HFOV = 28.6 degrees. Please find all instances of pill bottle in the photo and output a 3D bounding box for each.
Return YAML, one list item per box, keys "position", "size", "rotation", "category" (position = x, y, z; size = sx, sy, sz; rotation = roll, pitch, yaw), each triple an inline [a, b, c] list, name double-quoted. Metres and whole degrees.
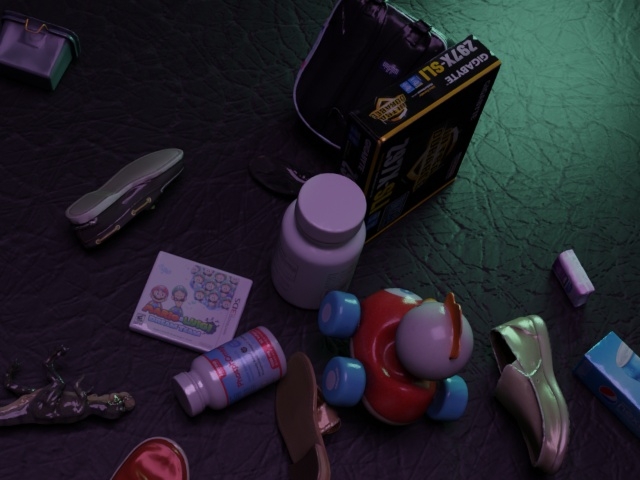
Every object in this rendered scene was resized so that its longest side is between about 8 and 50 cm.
- position: [0.000, 0.000, 1.922]
  size: [0.131, 0.229, 0.131]
  rotation: [4, 60, -8]
  category: "pill bottle"
- position: [-0.136, 0.198, 1.868]
  size: [0.160, 0.087, 0.087]
  rotation: [-26, 68, -22]
  category: "pill bottle"

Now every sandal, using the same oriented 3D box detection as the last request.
- position: [-0.006, 0.282, 1.858]
  size: [0.079, 0.088, 0.240]
  rotation: [27, 36, -34]
  category: "sandal"

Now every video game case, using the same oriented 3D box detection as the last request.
- position: [-0.200, 0.100, 1.954]
  size: [0.157, 0.019, 0.143]
  rotation: [18, 59, 1]
  category: "video game case"

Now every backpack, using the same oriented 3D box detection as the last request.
- position: [0.086, -0.271, 2.104]
  size: [0.225, 0.191, 0.254]
  rotation: [34, 100, 11]
  category: "backpack"

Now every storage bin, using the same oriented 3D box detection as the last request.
- position: [-0.484, -0.316, 2.109]
  size: [0.135, 0.098, 0.091]
  rotation: [17, 69, 1]
  category: "storage bin"

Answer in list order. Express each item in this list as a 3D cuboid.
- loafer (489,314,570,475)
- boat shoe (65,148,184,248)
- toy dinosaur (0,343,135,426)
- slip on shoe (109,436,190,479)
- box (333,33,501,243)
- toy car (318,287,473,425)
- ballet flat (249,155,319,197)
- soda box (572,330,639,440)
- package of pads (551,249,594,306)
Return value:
- position: [0.313, 0.236, 1.920]
  size: [0.092, 0.102, 0.269]
  rotation: [0, 51, -8]
  category: "loafer"
- position: [-0.304, -0.070, 2.009]
  size: [0.227, 0.069, 0.081]
  rotation: [-37, 32, -30]
  category: "boat shoe"
- position: [-0.408, 0.223, 1.827]
  size: [0.268, 0.064, 0.118]
  rotation: [-10, 69, -11]
  category: "toy dinosaur"
- position: [-0.274, 0.411, 1.716]
  size: [0.123, 0.101, 0.331]
  rotation: [25, 58, 7]
  category: "slip on shoe"
- position: [0.137, -0.145, 1.976]
  size: [0.257, 0.322, 0.079]
  rotation: [-33, 69, -25]
  category: "box"
- position: [0.148, 0.138, 1.831]
  size: [0.219, 0.238, 0.210]
  rotation: [13, 56, -26]
  category: "toy car"
- position: [-0.040, -0.094, 2.087]
  size: [0.173, 0.049, 0.058]
  rotation: [22, 87, 9]
  category: "ballet flat"
- position: [0.498, 0.247, 1.958]
  size: [0.071, 0.067, 0.210]
  rotation: [-35, 72, -25]
  category: "soda box"
- position: [0.414, 0.062, 2.060]
  size: [0.032, 0.050, 0.083]
  rotation: [-17, 65, -18]
  category: "package of pads"
